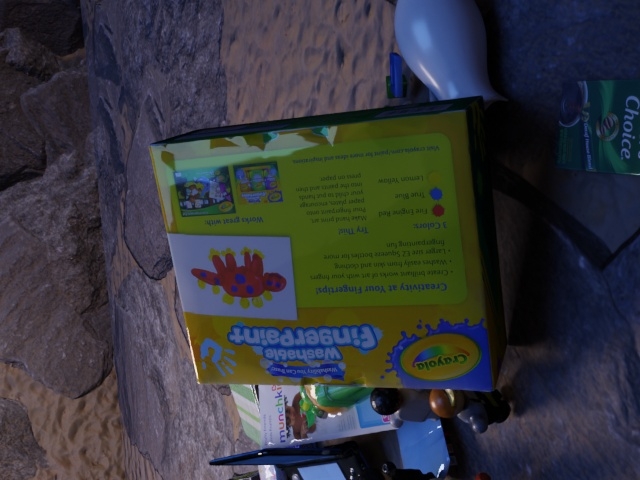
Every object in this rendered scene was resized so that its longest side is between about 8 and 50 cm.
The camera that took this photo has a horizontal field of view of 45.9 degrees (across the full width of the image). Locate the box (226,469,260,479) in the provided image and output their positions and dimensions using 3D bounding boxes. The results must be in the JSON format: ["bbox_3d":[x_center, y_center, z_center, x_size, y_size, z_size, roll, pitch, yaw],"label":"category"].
[{"bbox_3d":[-0.132,0.678,1.765,0.216,0.060,0.270,-38,72,55],"label":"box"}]

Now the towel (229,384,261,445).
[{"bbox_3d":[-0.171,0.304,1.696,0.248,0.038,0.325,-5,103,68],"label":"towel"}]

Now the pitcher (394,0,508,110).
[{"bbox_3d":[0.180,-0.264,1.120,0.178,0.125,0.207,137,114,-71],"label":"pitcher"}]

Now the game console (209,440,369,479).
[{"bbox_3d":[-0.042,0.478,1.442,0.250,0.173,0.293,61,146,3],"label":"game console"}]

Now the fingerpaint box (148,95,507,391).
[{"bbox_3d":[0.019,0.010,1.072,0.445,0.163,0.371,-4,105,22],"label":"fingerpaint box"}]

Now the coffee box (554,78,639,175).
[{"bbox_3d":[0.357,-0.132,0.878,0.184,0.040,0.113,20,110,59],"label":"coffee box"}]

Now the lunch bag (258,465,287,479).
[{"bbox_3d":[-0.105,0.503,1.660,0.083,0.053,0.071,129,130,-64],"label":"lunch bag"}]

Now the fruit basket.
[{"bbox_3d":[-0.014,0.198,1.374,0.353,0.165,0.327,-19,67,37],"label":"fruit basket"}]

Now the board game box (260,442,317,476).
[{"bbox_3d":[-0.078,0.452,1.708,0.210,0.047,0.160,-43,57,55],"label":"board game box"}]

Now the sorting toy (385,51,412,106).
[{"bbox_3d":[0.144,-0.123,1.203,0.196,0.047,0.347,-101,6,-85],"label":"sorting toy"}]

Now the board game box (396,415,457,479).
[{"bbox_3d":[0.179,0.330,1.251,0.133,0.033,0.168,128,141,-48],"label":"board game box"}]

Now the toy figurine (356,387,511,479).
[{"bbox_3d":[0.160,0.302,1.102,0.213,0.148,0.209,-11,70,55],"label":"toy figurine"}]
